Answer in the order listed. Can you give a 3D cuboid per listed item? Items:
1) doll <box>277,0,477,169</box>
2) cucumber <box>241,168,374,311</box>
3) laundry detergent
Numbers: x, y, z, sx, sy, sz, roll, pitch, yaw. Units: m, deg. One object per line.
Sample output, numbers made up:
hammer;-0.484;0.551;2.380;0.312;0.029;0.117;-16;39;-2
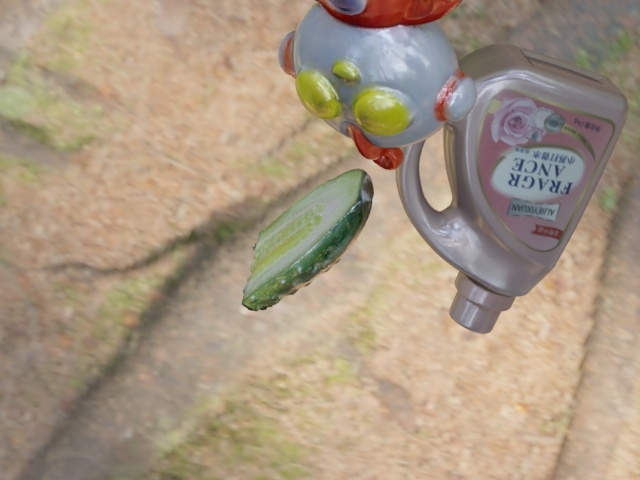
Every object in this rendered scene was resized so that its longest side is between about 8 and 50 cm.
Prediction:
doll;0.025;-0.128;1.066;0.142;0.245;0.076;19;49;24
cucumber;0.000;0.000;1.187;0.107;0.035;0.067;-36;26;36
laundry detergent;0.135;-0.043;1.587;0.237;0.171;0.076;-65;22;21
